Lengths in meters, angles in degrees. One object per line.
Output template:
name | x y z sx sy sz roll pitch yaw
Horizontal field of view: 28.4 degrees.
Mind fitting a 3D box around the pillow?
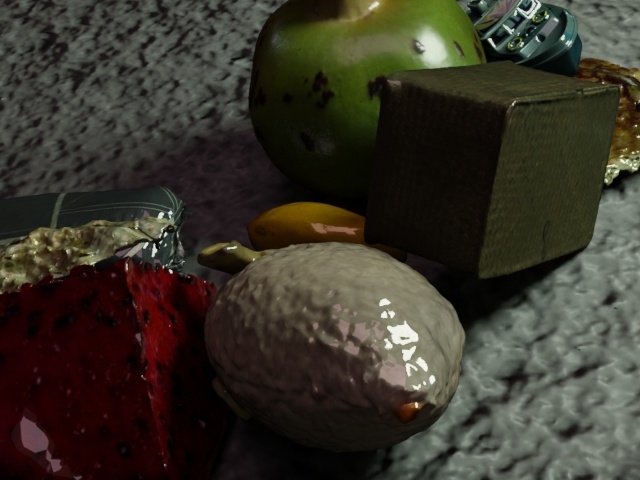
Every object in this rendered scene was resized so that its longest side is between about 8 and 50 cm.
pillow | -0.311 0.013 1.439 0.334 0.093 0.162 -3 48 9

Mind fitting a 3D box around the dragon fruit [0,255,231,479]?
dragon fruit | -0.251 0.100 1.205 0.330 0.240 0.302 6 25 9

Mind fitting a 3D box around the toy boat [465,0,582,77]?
toy boat | 0.232 -0.247 1.541 0.114 0.122 0.296 -48 19 -2

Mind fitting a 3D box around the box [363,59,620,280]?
box | 0.181 -0.078 1.298 0.143 0.184 0.273 18 19 33

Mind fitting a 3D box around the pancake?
pancake | 0.326 -0.123 1.510 0.266 0.057 0.244 20 56 38

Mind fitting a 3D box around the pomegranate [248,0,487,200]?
pomegranate | 0.056 -0.194 1.433 0.290 0.323 0.291 -1 60 2

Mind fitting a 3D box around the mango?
mango | 0.000 0.000 1.385 0.190 0.098 0.075 10 78 30

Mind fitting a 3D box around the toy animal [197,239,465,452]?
toy animal | 0.007 0.097 1.164 0.226 0.188 0.358 -2 9 -13

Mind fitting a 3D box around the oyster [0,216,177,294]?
oyster | -0.255 0.010 1.310 0.209 0.072 0.133 -23 2 15
